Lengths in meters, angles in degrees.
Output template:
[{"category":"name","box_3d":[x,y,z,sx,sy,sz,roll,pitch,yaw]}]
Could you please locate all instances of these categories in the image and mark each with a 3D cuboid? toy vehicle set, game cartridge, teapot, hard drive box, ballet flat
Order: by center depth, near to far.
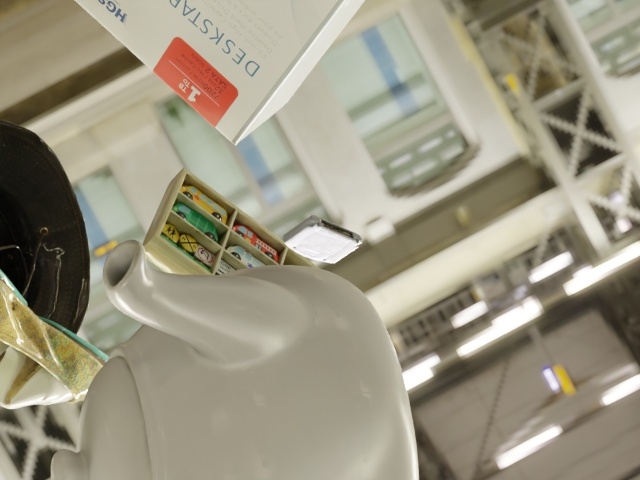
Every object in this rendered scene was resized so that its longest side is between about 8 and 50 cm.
[{"category":"teapot","box_3d":[-0.066,0.138,0.864,0.187,0.256,0.252,-4,173,-19]},{"category":"hard drive box","box_3d":[-0.055,-0.218,1.095,0.232,0.181,0.089,-50,178,41]},{"category":"ballet flat","box_3d":[-0.330,0.109,1.514,0.123,0.123,0.348,-28,142,8]},{"category":"game cartridge","box_3d":[0.000,0.000,1.645,0.056,0.017,0.083,-37,139,29]},{"category":"toy vehicle set","box_3d":[-0.098,0.036,1.858,0.035,0.267,0.166,-43,-161,31]}]

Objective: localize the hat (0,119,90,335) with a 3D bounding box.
[{"category":"hat","box_3d":[-0.427,0.016,1.706,0.331,0.331,0.134,-31,-157,-34]}]
